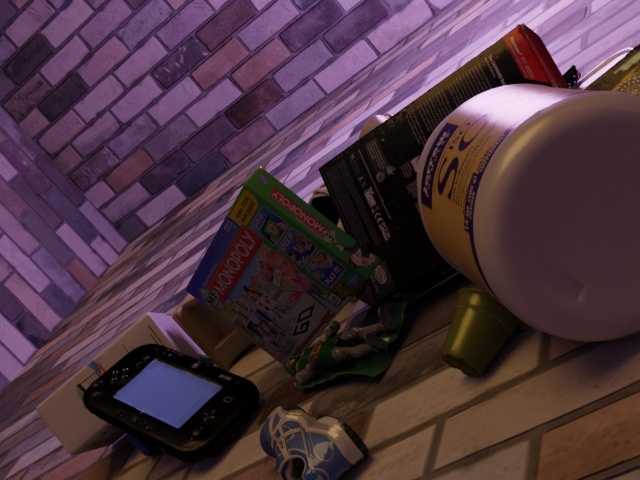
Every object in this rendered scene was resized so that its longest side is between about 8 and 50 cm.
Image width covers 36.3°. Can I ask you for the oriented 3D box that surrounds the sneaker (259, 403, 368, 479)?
[{"bbox_3d":[-0.030,0.254,1.185,0.081,0.080,0.211,-44,12,-25],"label":"sneaker"}]

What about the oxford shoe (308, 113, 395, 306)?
[{"bbox_3d":[0.062,-0.081,1.590,0.397,0.147,0.140,-82,16,-44],"label":"oxford shoe"}]

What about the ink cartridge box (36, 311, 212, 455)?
[{"bbox_3d":[-0.359,0.265,1.828,0.278,0.117,0.201,-40,-11,5],"label":"ink cartridge box"}]

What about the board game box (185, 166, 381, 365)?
[{"bbox_3d":[-0.067,0.052,1.450,0.046,0.213,0.317,-53,-1,-38],"label":"board game box"}]

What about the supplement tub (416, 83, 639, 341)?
[{"bbox_3d":[0.241,-0.046,1.049,0.241,0.241,0.331,-41,14,0],"label":"supplement tub"}]

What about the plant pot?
[{"bbox_3d":[0.176,0.110,1.108,0.079,0.083,0.083,-60,19,-18],"label":"plant pot"}]

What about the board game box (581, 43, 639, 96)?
[{"bbox_3d":[0.412,-0.182,1.344,0.186,0.026,0.126,-38,44,7],"label":"board game box"}]

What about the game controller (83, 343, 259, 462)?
[{"bbox_3d":[-0.243,0.253,1.573,0.319,0.067,0.166,14,53,42],"label":"game controller"}]

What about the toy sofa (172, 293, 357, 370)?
[{"bbox_3d":[-0.078,0.072,1.740,0.362,0.150,0.177,-31,18,36],"label":"toy sofa"}]

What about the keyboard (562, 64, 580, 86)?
[{"bbox_3d":[0.400,-0.245,1.635,0.100,0.038,0.192,-43,-4,0],"label":"keyboard"}]

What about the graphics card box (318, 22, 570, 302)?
[{"bbox_3d":[0.193,-0.096,1.360,0.371,0.232,0.094,-34,-22,26],"label":"graphics card box"}]

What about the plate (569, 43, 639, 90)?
[{"bbox_3d":[0.421,-0.205,1.476,0.278,0.045,0.277,-39,14,9],"label":"plate"}]

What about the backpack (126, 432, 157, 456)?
[{"bbox_3d":[-0.278,0.296,1.690,0.120,0.101,0.098,-37,21,4],"label":"backpack"}]

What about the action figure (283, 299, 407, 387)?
[{"bbox_3d":[0.020,0.160,1.397,0.232,0.063,0.137,-31,20,48],"label":"action figure"}]
